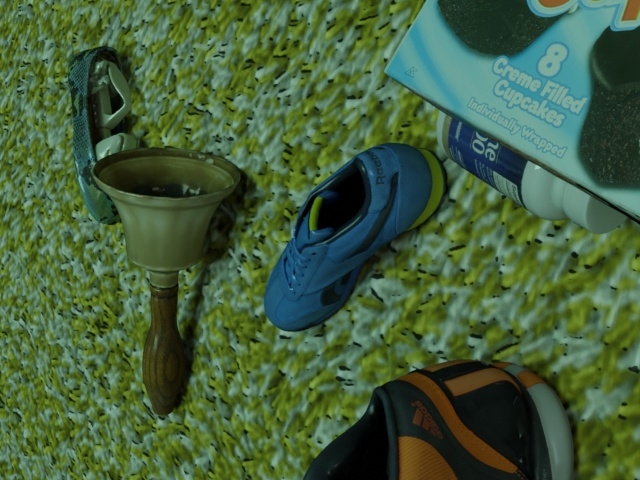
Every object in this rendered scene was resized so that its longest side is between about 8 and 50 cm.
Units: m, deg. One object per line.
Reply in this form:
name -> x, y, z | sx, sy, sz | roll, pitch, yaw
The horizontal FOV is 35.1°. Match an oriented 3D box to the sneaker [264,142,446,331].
sneaker -> 0.000, 0.000, 0.741 | 0.209, 0.082, 0.069 | -46, 57, 40

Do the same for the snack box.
snack box -> 0.195, -0.091, 0.474 | 0.322, 0.060, 0.187 | 37, 99, 40

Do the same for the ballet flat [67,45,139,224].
ballet flat -> -0.215, -0.112, 1.018 | 0.070, 0.070, 0.188 | -26, 72, 47

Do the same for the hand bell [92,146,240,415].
hand bell -> -0.141, 0.050, 0.912 | 0.126, 0.126, 0.242 | 32, 126, 46

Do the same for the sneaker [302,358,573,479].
sneaker -> 0.055, 0.233, 0.589 | 0.124, 0.180, 0.321 | -9, 82, 50

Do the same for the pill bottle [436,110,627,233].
pill bottle -> 0.130, -0.053, 0.597 | 0.120, 0.067, 0.067 | 40, 118, 43
